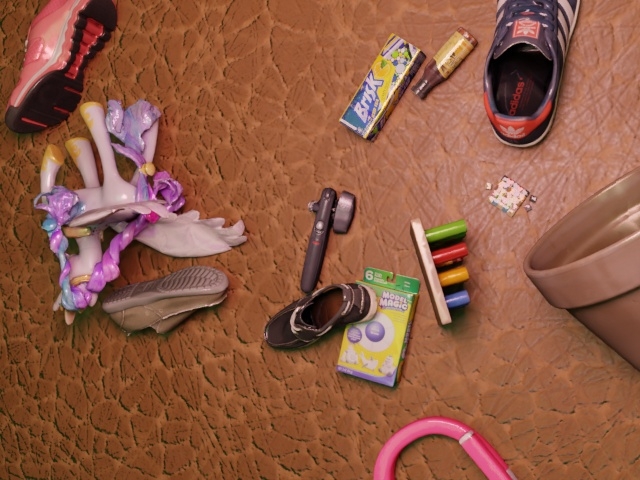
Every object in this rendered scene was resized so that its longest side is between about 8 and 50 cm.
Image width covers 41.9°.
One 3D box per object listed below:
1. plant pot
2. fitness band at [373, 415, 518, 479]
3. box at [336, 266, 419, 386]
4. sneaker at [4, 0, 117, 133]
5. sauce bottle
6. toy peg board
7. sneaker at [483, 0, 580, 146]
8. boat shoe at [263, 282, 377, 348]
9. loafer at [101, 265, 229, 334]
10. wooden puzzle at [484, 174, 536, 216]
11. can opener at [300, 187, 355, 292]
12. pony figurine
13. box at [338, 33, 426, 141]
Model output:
[{"bbox_3d":[0.486,0.058,1.122,0.323,0.323,0.280,-36,93,16],"label":"plant pot"},{"bbox_3d":[0.212,0.421,1.324,0.209,0.054,0.291,-42,75,15],"label":"fitness band"},{"bbox_3d":[0.097,0.140,1.380,0.105,0.043,0.179,13,91,20],"label":"box"},{"bbox_3d":[-0.512,-0.349,1.596,0.136,0.116,0.314,35,93,28],"label":"sneaker"},{"bbox_3d":[0.198,-0.285,1.355,0.042,0.042,0.128,44,105,16],"label":"sauce bottle"},{"bbox_3d":[0.198,0.043,1.291,0.079,0.161,0.161,-17,82,4],"label":"toy peg board"},{"bbox_3d":[0.316,-0.321,1.255,0.131,0.148,0.350,3,89,20],"label":"sneaker"},{"bbox_3d":[-0.018,0.123,1.384,0.233,0.079,0.084,-25,70,38],"label":"boat shoe"},{"bbox_3d":[-0.269,0.112,1.501,0.251,0.094,0.087,-11,114,23],"label":"loafer"},{"bbox_3d":[0.299,-0.070,1.330,0.083,0.006,0.049,38,101,17],"label":"wooden puzzle"},{"bbox_3d":[0.000,0.000,1.410,0.073,0.059,0.186,20,95,19],"label":"can opener"},{"bbox_3d":[-0.347,-0.062,1.451,0.350,0.302,0.364,-19,68,27],"label":"pony figurine"},{"bbox_3d":[0.103,-0.250,1.382,0.059,0.054,0.169,35,100,17],"label":"box"}]
